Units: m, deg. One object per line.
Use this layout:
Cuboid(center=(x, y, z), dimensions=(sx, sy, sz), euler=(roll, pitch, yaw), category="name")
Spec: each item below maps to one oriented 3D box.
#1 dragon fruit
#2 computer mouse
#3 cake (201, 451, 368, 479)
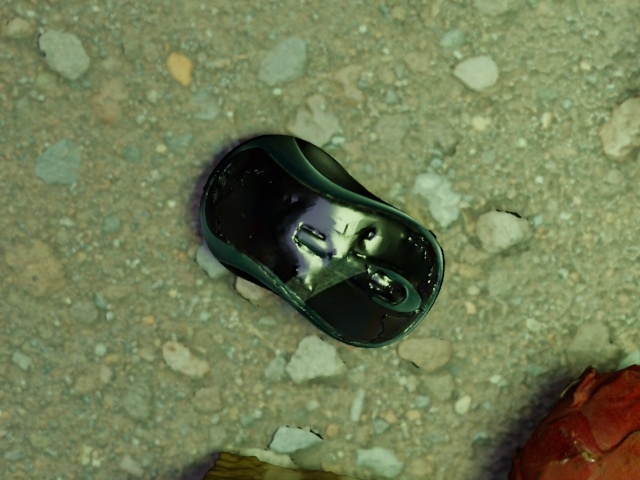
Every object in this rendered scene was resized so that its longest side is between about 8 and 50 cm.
Cuboid(center=(0.270, 0.230, 1.188), dimensions=(0.241, 0.241, 0.252), euler=(11, 70, 4), category="dragon fruit")
Cuboid(center=(0.000, 0.000, 1.241), dimensions=(0.233, 0.096, 0.137), euler=(30, 100, 2), category="computer mouse")
Cuboid(center=(0.015, 0.322, 1.235), dimensions=(0.293, 0.196, 0.199), euler=(7, 101, 7), category="cake")
